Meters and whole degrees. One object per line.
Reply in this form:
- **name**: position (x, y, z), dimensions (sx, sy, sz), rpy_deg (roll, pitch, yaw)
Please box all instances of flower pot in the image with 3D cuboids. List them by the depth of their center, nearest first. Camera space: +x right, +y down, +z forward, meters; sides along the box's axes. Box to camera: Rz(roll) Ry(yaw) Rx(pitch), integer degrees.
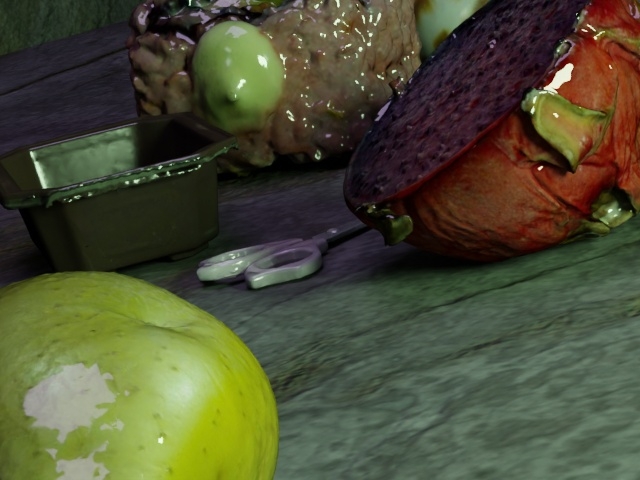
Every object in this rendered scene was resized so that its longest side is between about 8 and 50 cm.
- **flower pot**: position (-0.159, -0.031, 1.404), dimensions (0.179, 0.084, 0.251), rpy_deg (-15, 14, -13)

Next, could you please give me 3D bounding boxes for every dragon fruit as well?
- **dragon fruit**: position (0.135, -0.053, 1.148), dimensions (0.218, 0.148, 0.223), rpy_deg (-41, 18, 11)

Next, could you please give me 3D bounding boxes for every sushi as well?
- **sushi**: position (-0.037, -0.156, 1.641), dimensions (0.270, 0.170, 0.236), rpy_deg (-1, 16, 27)

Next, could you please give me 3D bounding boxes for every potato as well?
- **potato**: position (-0.092, 0.093, 0.691), dimensions (0.157, 0.157, 0.194), rpy_deg (-13, 25, -1)

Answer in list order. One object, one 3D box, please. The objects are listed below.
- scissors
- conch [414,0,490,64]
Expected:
- **scissors**: position (0.000, 0.000, 1.278), dimensions (0.100, 0.015, 0.189), rpy_deg (2, 17, 44)
- **conch**: position (0.174, -0.209, 1.709), dimensions (0.275, 0.148, 0.183), rpy_deg (4, 13, 36)
